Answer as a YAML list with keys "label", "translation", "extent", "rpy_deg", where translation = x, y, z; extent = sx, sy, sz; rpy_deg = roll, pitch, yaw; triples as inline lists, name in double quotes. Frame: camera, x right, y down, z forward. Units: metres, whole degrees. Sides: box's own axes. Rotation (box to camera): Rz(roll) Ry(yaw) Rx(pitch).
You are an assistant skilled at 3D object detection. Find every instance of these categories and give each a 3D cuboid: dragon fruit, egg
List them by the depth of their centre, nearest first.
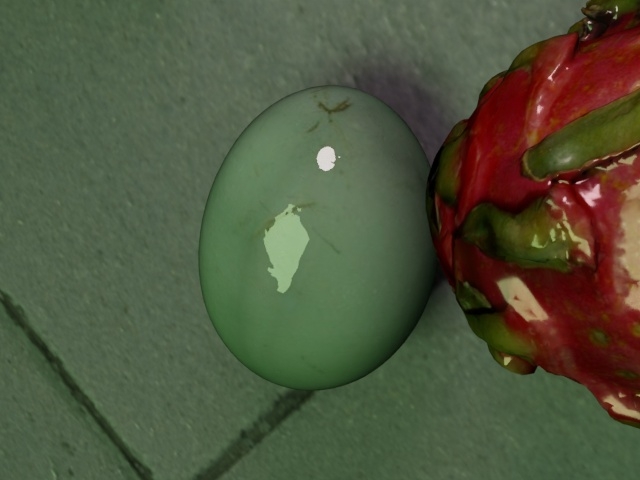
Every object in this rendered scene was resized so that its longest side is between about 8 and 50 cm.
- label: "dragon fruit"
  translation: [0.204, -0.025, 1.034]
  extent: [0.303, 0.237, 0.231]
  rpy_deg: [-27, 116, 38]
- label: "egg"
  translation: [0.000, 0.000, 1.278]
  extent: [0.168, 0.168, 0.230]
  rpy_deg: [30, 127, 27]
